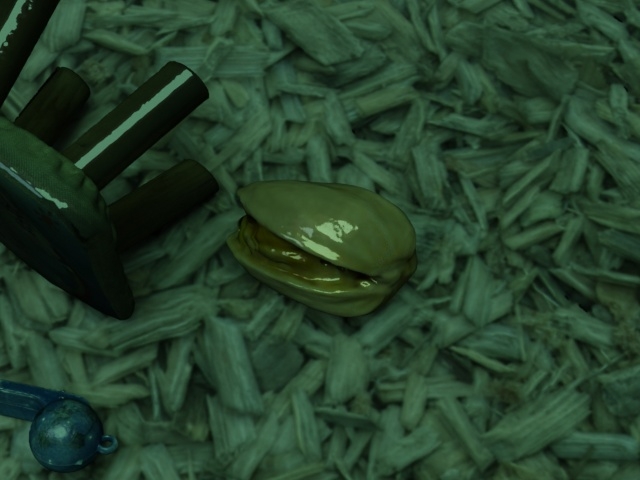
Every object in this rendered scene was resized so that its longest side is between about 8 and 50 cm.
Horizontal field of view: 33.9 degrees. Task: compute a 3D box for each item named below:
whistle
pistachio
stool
[{"bbox_3d":[-0.304,0.216,1.183,0.158,0.090,0.090,11,71,5],"label":"whistle"},{"bbox_3d":[0.000,0.000,1.226,0.230,0.157,0.157,17,71,13],"label":"pistachio"},{"bbox_3d":[-0.284,-0.103,1.185,0.310,0.310,0.226,36,71,12],"label":"stool"}]
